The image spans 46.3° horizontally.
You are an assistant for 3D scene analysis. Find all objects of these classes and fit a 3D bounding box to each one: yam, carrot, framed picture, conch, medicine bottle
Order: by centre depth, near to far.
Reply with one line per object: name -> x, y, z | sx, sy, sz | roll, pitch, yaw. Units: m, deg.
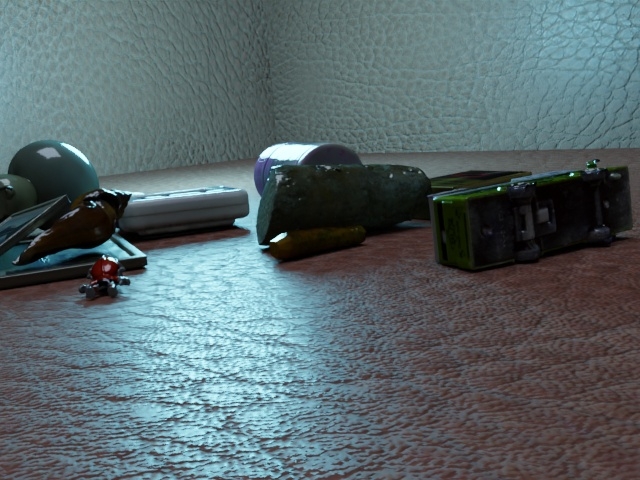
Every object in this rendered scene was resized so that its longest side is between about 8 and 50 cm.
carrot -> 0.000, 0.000, 1.119 | 0.170, 0.042, 0.042 | -9, 10, -35
conch -> -0.367, -0.018, 1.158 | 0.086, 0.080, 0.233 | -37, 15, 28
framed picture -> -0.498, -0.011, 1.186 | 0.203, 0.015, 0.150 | -9, 30, 45
framed picture -> -0.420, 0.025, 1.194 | 0.232, 0.024, 0.315 | -9, 11, -24
yam -> 0.041, -0.072, 1.253 | 0.330, 0.133, 0.133 | -8, 10, -24
medicine bottle -> -0.029, -0.128, 1.545 | 0.152, 0.152, 0.254 | -8, 10, -23

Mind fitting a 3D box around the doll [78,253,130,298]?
doll -> -0.277, 0.046, 0.972 | 0.057, 0.039, 0.114 | -36, 24, 4

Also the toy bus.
toy bus -> 0.283, -0.038, 1.021 | 0.301, 0.113, 0.139 | -11, 8, -30

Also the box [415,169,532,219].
box -> 0.276, -0.089, 1.432 | 0.240, 0.071, 0.159 | -13, 11, -38

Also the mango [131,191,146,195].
mango -> -0.391, -0.066, 1.556 | 0.079, 0.057, 0.114 | -45, -21, 18

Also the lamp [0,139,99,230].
lamp -> -0.569, -0.102, 1.527 | 0.197, 0.198, 0.244 | 2, 19, 32

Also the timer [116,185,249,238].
timer -> -0.279, -0.057, 1.462 | 0.253, 0.078, 0.178 | -9, 9, -24
